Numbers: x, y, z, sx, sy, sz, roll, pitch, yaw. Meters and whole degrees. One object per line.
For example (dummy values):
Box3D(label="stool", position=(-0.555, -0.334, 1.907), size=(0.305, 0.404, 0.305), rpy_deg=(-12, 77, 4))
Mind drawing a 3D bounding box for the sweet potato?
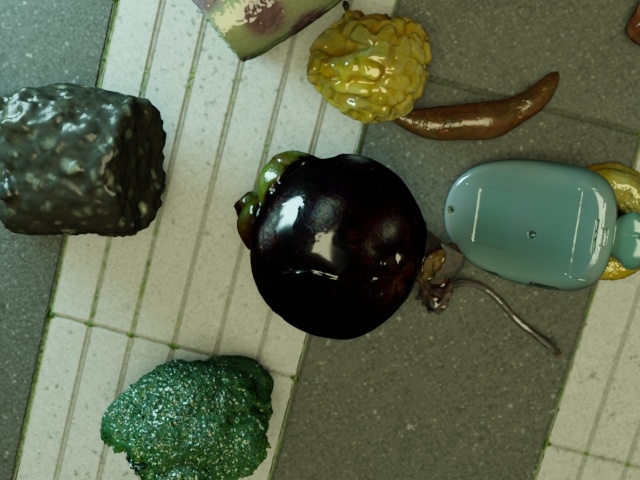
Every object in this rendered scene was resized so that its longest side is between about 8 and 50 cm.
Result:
Box3D(label="sweet potato", position=(0.232, -0.183, 1.659), size=(0.255, 0.058, 0.078), rpy_deg=(-12, 80, 1))

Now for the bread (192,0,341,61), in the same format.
Box3D(label="bread", position=(-0.013, -0.391, 1.562), size=(0.338, 0.187, 0.155), rpy_deg=(-38, 92, 8))

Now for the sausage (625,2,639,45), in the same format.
Box3D(label="sausage", position=(0.582, -0.366, 1.594), size=(0.327, 0.079, 0.087), rpy_deg=(-22, 125, 7))

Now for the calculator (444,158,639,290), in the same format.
Box3D(label="calculator", position=(0.324, -0.022, 1.650), size=(0.299, 0.041, 0.185), rpy_deg=(12, 102, 22))

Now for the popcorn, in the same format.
Box3D(label="popcorn", position=(0.069, -0.251, 1.606), size=(0.180, 0.180, 0.170), rpy_deg=(-6, 112, 4))

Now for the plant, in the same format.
Box3D(label="plant", position=(-0.389, -0.120, 1.622), size=(0.312, 0.213, 0.215), rpy_deg=(10, 104, 11))

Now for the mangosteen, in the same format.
Box3D(label="mangosteen", position=(0.001, 0.004, 1.618), size=(0.288, 0.287, 0.233), rpy_deg=(13, 63, 0))

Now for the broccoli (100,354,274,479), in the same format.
Box3D(label="broccoli", position=(-0.179, 0.295, 1.711), size=(0.254, 0.269, 0.269), rpy_deg=(43, 104, 38))

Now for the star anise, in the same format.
Box3D(label="star anise", position=(0.250, 0.069, 1.694), size=(0.227, 0.148, 0.218), rpy_deg=(1, 67, -24))

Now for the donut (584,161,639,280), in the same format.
Box3D(label="donut", position=(0.424, -0.024, 1.675), size=(0.162, 0.065, 0.178), rpy_deg=(-3, 100, 5))
